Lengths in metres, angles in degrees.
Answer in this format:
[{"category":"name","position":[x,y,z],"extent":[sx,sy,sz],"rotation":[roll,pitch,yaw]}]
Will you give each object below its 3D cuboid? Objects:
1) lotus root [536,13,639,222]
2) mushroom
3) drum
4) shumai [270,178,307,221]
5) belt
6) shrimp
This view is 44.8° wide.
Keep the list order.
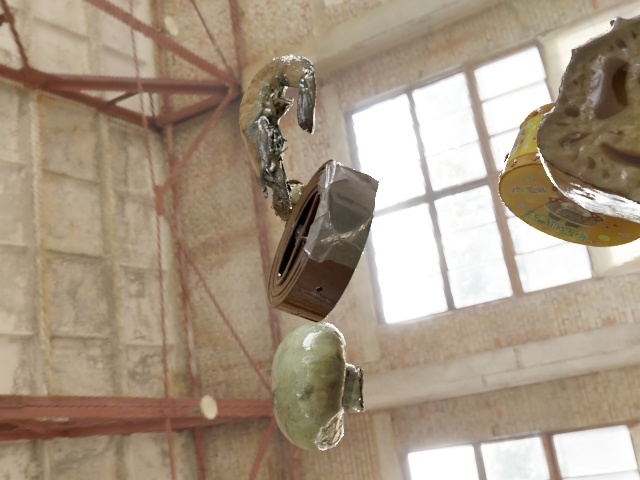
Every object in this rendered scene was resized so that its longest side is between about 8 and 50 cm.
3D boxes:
[{"category":"lotus root","position":[0.493,-0.147,1.099],"extent":[0.250,0.316,0.316],"rotation":[35,-135,-59]},{"category":"mushroom","position":[-0.007,0.401,2.140],"extent":[0.352,0.261,0.352],"rotation":[0,-90,-89]},{"category":"drum","position":[0.712,-0.174,2.128],"extent":[0.431,0.431,0.214],"rotation":[45,-118,-43]},{"category":"shumai","position":[-0.064,-0.120,2.311],"extent":[0.146,0.116,0.145],"rotation":[2,-93,-34]},{"category":"belt","position":[0.000,0.000,1.631],"extent":[0.122,0.338,0.217],"rotation":[21,-171,-21]},{"category":"shrimp","position":[-0.091,-0.276,1.921],"extent":[0.085,0.272,0.444],"rotation":[21,-132,-41]}]
